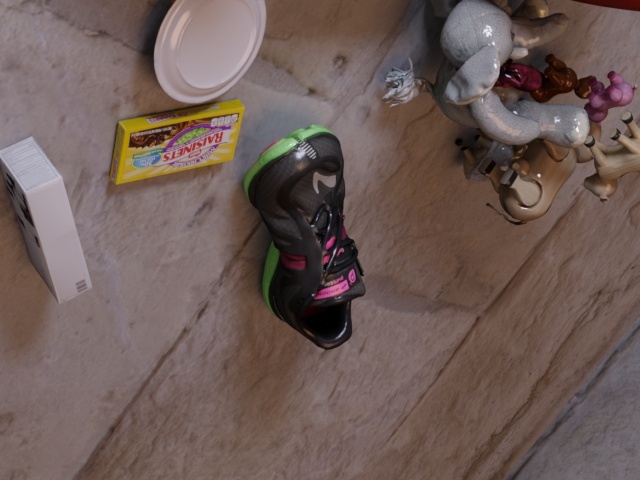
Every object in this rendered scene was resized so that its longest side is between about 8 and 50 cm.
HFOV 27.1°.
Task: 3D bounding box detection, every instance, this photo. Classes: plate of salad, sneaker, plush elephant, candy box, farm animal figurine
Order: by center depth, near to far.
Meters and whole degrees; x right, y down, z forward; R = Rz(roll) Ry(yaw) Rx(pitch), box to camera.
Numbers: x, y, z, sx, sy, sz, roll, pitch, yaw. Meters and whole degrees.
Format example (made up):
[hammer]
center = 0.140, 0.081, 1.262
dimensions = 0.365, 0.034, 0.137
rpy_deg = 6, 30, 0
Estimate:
[plate of salad]
center = -0.158, -0.287, 1.866
dimensions = 0.200, 0.048, 0.200
rpy_deg = -31, 139, -31
[candy box]
center = -0.212, -0.147, 1.980
dimensions = 0.205, 0.027, 0.105
rpy_deg = -15, 140, -33
[plush elephant]
center = 0.273, -0.297, 2.082
dimensions = 0.330, 0.272, 0.255
rpy_deg = -6, 163, -10
[sneaker]
center = 0.000, 0.000, 2.191
dimensions = 0.185, 0.202, 0.483
rpy_deg = -31, 144, -17
[farm animal figurine]
center = 0.430, -0.151, 2.321
dimensions = 0.327, 0.330, 0.172
rpy_deg = -43, 124, 11

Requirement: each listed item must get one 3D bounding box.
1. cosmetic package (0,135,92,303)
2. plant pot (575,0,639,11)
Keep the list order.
[cosmetic package]
center = -0.389, -0.025, 1.879
dimensions = 0.060, 0.099, 0.239
rpy_deg = -26, 142, -18
[plant pot]
center = 0.368, -0.489, 1.949
dimensions = 0.267, 0.235, 0.267
rpy_deg = 13, 83, -50
